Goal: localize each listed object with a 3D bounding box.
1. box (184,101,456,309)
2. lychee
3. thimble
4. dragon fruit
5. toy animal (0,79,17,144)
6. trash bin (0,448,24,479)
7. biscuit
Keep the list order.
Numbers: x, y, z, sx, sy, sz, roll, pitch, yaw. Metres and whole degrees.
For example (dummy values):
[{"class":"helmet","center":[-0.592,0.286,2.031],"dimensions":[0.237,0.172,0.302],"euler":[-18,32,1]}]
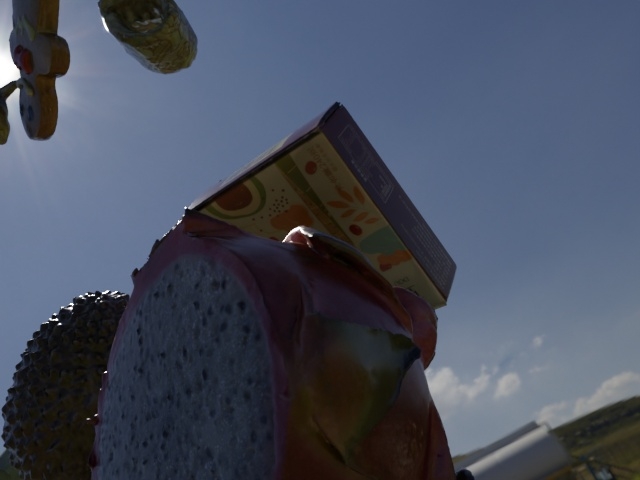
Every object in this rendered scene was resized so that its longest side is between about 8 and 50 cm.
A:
[{"class":"box","center":[0.000,0.000,1.154],"dimensions":[0.345,0.385,0.122],"euler":[-27,18,34]},{"class":"lychee","center":[-0.430,0.315,1.219],"dimensions":[0.381,0.431,0.380],"euler":[-1,4,0]},{"class":"thimble","center":[-0.363,-0.443,1.303],"dimensions":[0.143,0.191,0.137],"euler":[48,-120,-74]},{"class":"dragon fruit","center":[-0.020,0.139,0.467],"dimensions":[0.226,0.305,0.305],"euler":[14,-47,-39]},{"class":"toy animal","center":[-0.750,-0.267,1.271],"dimensions":[0.233,0.121,0.168],"euler":[-18,-31,-56]},{"class":"trash bin","center":[-0.643,0.484,1.295],"dimensions":[0.059,0.130,0.116],"euler":[12,-73,1]},{"class":"biscuit","center":[-0.334,-0.235,0.716],"dimensions":[0.035,0.158,0.240],"euler":[-7,-71,-40]}]
